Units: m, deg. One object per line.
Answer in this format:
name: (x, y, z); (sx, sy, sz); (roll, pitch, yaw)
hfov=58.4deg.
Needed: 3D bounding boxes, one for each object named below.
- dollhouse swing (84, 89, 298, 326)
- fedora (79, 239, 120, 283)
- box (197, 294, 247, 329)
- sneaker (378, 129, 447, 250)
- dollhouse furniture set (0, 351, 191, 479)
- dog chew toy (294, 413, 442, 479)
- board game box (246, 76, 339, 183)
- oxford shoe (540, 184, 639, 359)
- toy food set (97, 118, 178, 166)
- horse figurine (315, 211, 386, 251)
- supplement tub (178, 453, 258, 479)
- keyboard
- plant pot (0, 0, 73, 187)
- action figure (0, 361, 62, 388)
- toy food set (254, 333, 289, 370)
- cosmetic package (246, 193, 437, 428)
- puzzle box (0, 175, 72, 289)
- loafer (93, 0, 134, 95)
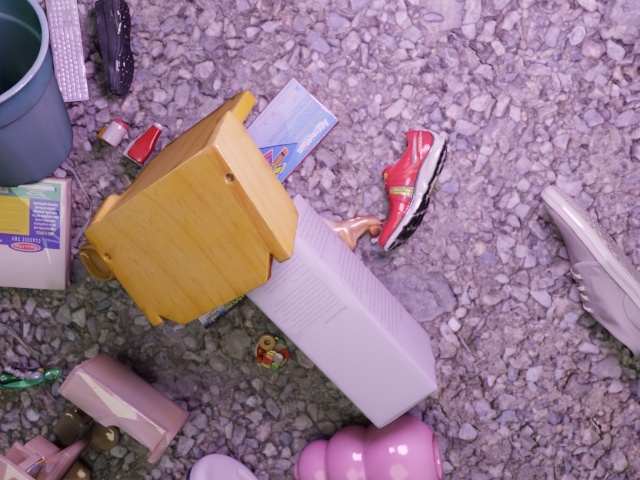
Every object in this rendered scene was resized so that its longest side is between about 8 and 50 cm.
dollhouse swing: (-0.211, -0.072, 1.116); (0.347, 0.305, 0.315); (-28, 101, 27)
fedora: (-0.493, 0.037, 1.323); (0.194, 0.079, 0.194); (16, 118, 31)
box: (-0.224, 0.106, 1.359); (0.207, 0.036, 0.114); (-37, 92, 9)
sneaker: (0.184, -0.113, 1.272); (0.118, 0.107, 0.278); (25, 95, 21)
dollhouse furniture set: (-0.521, 0.493, 1.274); (0.257, 0.362, 0.394); (36, 92, 1)
dog chew toy: (0.101, 0.509, 1.298); (0.332, 0.206, 0.206); (-13, 95, 16)
board game box: (-0.104, -0.220, 1.312); (0.145, 0.027, 0.281); (44, 99, 1)
oxford shoe: (0.596, 0.080, 1.214); (0.130, 0.169, 0.449); (-37, 92, 31)
toy food set: (-0.392, -0.222, 1.306); (0.232, 0.111, 0.104); (33, 83, 4)
horse figurine: (0.000, 0.000, 1.308); (0.264, 0.066, 0.174); (17, 104, 2)
supplement tub: (-0.294, 0.686, 1.339); (0.228, 0.228, 0.316); (42, 99, 0)
keyboard: (-0.595, -0.457, 1.344); (0.072, 0.014, 0.255); (-4, 97, 7)
plant pot: (-0.683, -0.295, 1.175); (0.341, 0.334, 0.341); (2, 67, -5)
action figure: (-0.754, 0.336, 1.416); (0.232, 0.137, 0.063); (-4, 84, -2)
toy food set: (-0.117, 0.269, 1.375); (0.083, 0.020, 0.083); (26, 98, 3)
cosmetic package: (0.035, 0.140, 1.199); (0.161, 0.230, 0.453); (-40, 100, 17)
puzzle box: (-0.799, -0.029, 1.340); (0.409, 0.052, 0.271); (5, 103, -8)
loafer: (-0.475, -0.440, 1.306); (0.078, 0.076, 0.223); (-2, 92, 12)
